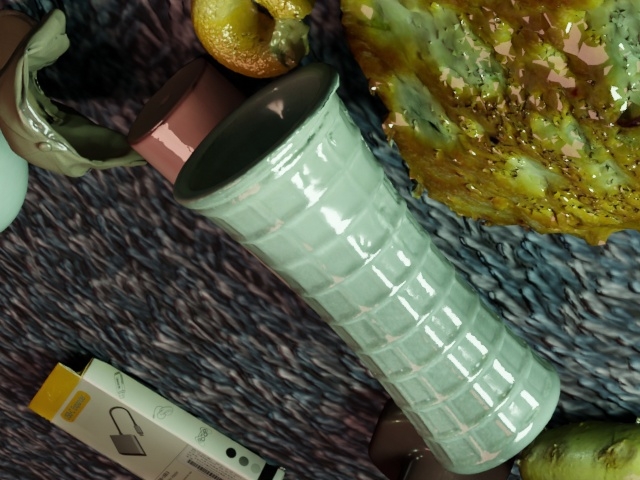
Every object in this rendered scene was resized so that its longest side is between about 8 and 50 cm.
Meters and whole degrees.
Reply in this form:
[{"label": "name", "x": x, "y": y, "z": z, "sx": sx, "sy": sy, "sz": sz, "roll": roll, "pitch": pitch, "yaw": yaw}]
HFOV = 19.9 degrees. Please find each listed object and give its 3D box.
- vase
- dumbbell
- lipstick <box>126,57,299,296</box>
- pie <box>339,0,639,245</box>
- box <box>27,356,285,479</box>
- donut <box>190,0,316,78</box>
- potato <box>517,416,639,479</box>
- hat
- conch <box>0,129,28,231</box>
[{"label": "vase", "x": 0.045, "y": 0.028, "z": 1.297, "sx": 0.143, "sy": 0.143, "sz": 0.299, "roll": -18, "pitch": 121, "yaw": 46}, {"label": "dumbbell", "x": 0.075, "y": 0.250, "z": 1.535, "sx": 0.124, "sy": 0.225, "sz": 0.140, "roll": 21, "pitch": 146, "yaw": 5}, {"label": "lipstick", "x": 0.000, "y": 0.000, "z": 1.393, "sx": 0.327, "sy": 0.087, "sz": 0.087, "roll": 42, "pitch": 143, "yaw": -18}, {"label": "pie", "x": 0.165, "y": -0.118, "z": 1.118, "sx": 0.354, "sy": 0.103, "sz": 0.288, "roll": -16, "pitch": 126, "yaw": 48}, {"label": "box", "x": -0.163, "y": 0.197, "z": 1.800, "sx": 0.247, "sy": 0.033, "sz": 0.129, "roll": 33, "pitch": 146, "yaw": -7}, {"label": "donut", "x": -0.049, "y": -0.159, "z": 1.268, "sx": 0.097, "sy": 0.043, "sz": 0.108, "roll": 20, "pitch": 140, "yaw": 11}, {"label": "potato", "x": 0.241, "y": 0.183, "z": 1.468, "sx": 0.188, "sy": 0.085, "sz": 0.105, "roll": -4, "pitch": 156, "yaw": 42}, {"label": "hat", "x": -0.218, "y": -0.100, "z": 1.382, "sx": 0.175, "sy": 0.085, "sz": 0.147, "roll": 20, "pitch": 147, "yaw": 53}, {"label": "conch", "x": -0.326, "y": -0.095, "z": 1.467, "sx": 0.221, "sy": 0.121, "sz": 0.185, "roll": 45, "pitch": 157, "yaw": -12}]
